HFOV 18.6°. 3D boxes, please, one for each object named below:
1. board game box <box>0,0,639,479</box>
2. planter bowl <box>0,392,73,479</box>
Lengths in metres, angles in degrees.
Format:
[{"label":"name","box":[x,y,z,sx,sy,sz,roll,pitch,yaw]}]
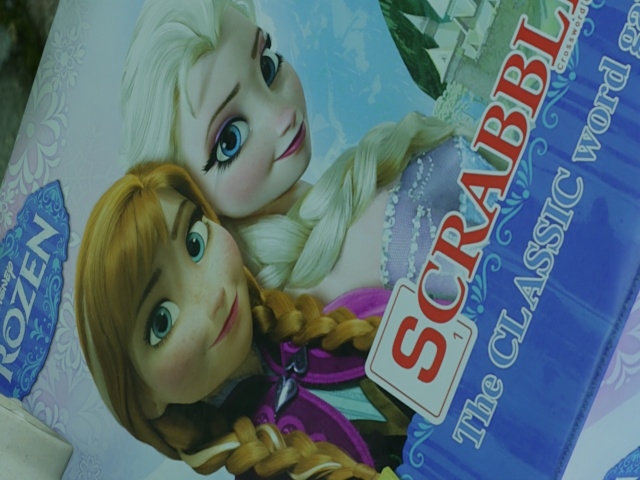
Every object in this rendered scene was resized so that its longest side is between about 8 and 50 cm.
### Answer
[{"label":"board game box","box":[0.000,0.000,0.708,0.318,0.066,0.318,33,110,43]},{"label":"planter bowl","box":[-0.160,0.094,0.724,0.162,0.162,0.109,27,82,44]}]
